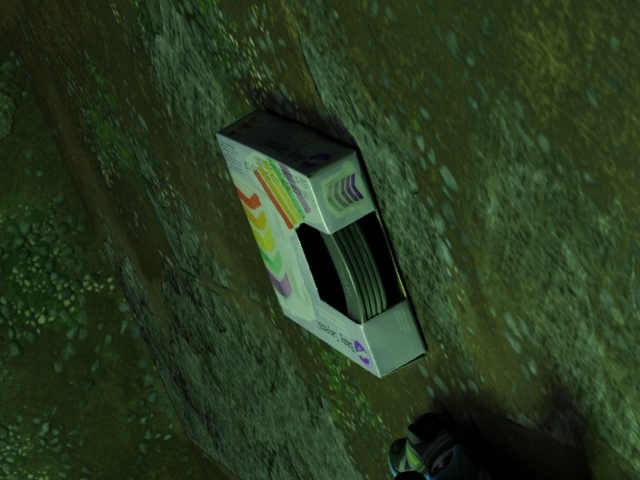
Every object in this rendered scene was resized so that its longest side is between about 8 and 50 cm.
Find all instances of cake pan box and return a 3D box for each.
[{"bbox_3d":[0.000,0.000,1.705,0.267,0.070,0.246,30,146,60],"label":"cake pan box"}]

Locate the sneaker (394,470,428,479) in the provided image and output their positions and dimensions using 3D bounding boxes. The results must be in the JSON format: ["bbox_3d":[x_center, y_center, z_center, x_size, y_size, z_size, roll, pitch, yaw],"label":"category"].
[{"bbox_3d":[0.093,0.330,1.532,0.202,0.185,0.483,38,171,12],"label":"sneaker"}]

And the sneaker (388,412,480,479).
[{"bbox_3d":[0.122,0.223,1.706,0.188,0.067,0.078,158,106,-74],"label":"sneaker"}]
